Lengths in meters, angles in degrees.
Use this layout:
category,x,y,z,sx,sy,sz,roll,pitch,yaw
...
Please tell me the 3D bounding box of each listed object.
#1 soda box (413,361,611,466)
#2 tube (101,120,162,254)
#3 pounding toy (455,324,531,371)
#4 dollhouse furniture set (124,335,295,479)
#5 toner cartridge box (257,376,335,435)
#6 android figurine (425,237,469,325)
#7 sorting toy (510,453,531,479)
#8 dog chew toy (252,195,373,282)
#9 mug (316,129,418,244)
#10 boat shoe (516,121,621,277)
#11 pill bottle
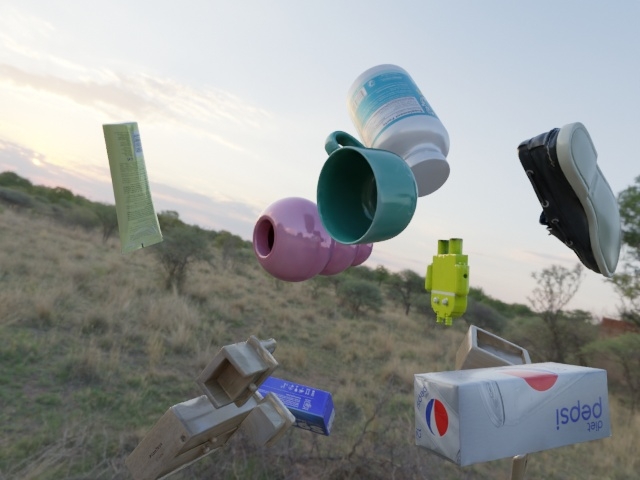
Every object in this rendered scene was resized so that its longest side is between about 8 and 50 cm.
category,x,y,z,sx,sy,sz,roll,pitch,yaw
soda box,0.271,0.230,0.611,0.286,0.098,0.091,4,-9,-25
tube,-0.354,-0.098,0.819,0.070,0.240,0.062,-8,20,-13
pounding toy,0.365,0.280,0.865,0.181,0.094,0.206,24,17,13
dollhouse furniture set,-0.053,0.351,0.554,0.355,0.303,0.174,43,11,21
toner cartridge box,-0.137,0.476,1.307,0.347,0.075,0.165,9,-40,16
android figurine,0.399,0.129,1.380,0.056,0.273,0.248,5,-2,-10
sorting toy,0.527,0.495,1.103,0.038,0.208,0.193,22,-34,37
dog chew toy,0.000,0.000,1.104,0.331,0.207,0.206,2,5,-39
mug,0.070,-0.075,0.606,0.097,0.158,0.129,-4,8,-37
boat shoe,0.450,-0.059,0.796,0.113,0.127,0.340,2,-36,50
pill bottle,0.149,-0.205,0.829,0.146,0.264,0.146,-11,-37,-8
